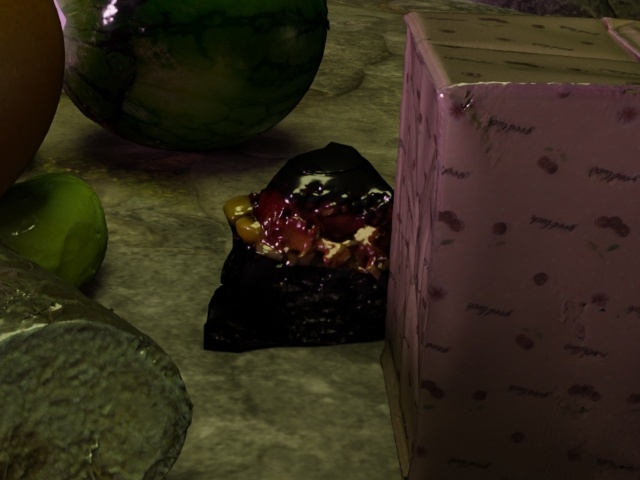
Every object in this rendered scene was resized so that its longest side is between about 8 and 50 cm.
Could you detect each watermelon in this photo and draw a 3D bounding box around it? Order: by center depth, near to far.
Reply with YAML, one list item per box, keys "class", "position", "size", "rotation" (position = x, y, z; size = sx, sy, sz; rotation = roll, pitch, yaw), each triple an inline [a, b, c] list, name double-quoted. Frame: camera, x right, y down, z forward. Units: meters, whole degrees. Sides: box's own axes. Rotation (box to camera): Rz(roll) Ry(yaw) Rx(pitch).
- class: "watermelon"
  position: [-0.161, -0.278, 1.285]
  size: [0.363, 0.363, 0.363]
  rotation: [3, 23, -1]

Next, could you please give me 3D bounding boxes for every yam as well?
- class: "yam"
  position: [-0.215, 0.079, 0.683]
  size: [0.154, 0.153, 0.254]
  rotation: [-16, 31, -38]

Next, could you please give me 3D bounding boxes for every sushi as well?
- class: "sushi"
  position: [0.000, 0.000, 0.886]
  size: [0.172, 0.150, 0.153]
  rotation: [5, 23, 3]

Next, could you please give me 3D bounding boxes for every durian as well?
- class: "durian"
  position: [-0.264, -0.002, 0.911]
  size: [0.139, 0.101, 0.250]
  rotation: [8, 28, 15]

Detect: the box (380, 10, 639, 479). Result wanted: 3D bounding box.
- class: "box"
  position: [0.148, 0.008, 0.712]
  size: [0.191, 0.297, 0.225]
  rotation: [0, 23, -1]

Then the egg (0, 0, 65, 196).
- class: "egg"
  position: [-0.362, -0.118, 0.765]
  size: [0.351, 0.282, 0.283]
  rotation: [-34, 39, -24]
